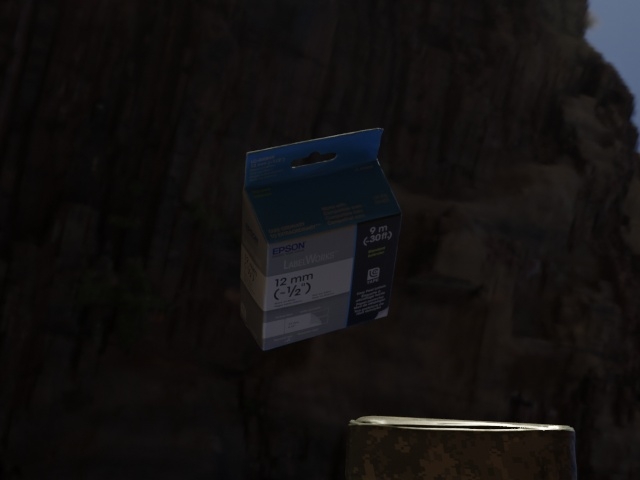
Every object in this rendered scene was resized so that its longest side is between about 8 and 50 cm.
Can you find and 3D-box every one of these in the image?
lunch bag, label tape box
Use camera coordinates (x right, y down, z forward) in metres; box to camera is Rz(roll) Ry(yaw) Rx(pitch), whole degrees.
[{"bbox_3d":[0.179,0.355,1.326,0.212,0.305,0.255,62,30,-80],"label":"lunch bag"},{"bbox_3d":[0.000,0.000,1.778,0.115,0.249,0.347,-125,-149,-43],"label":"label tape box"}]
